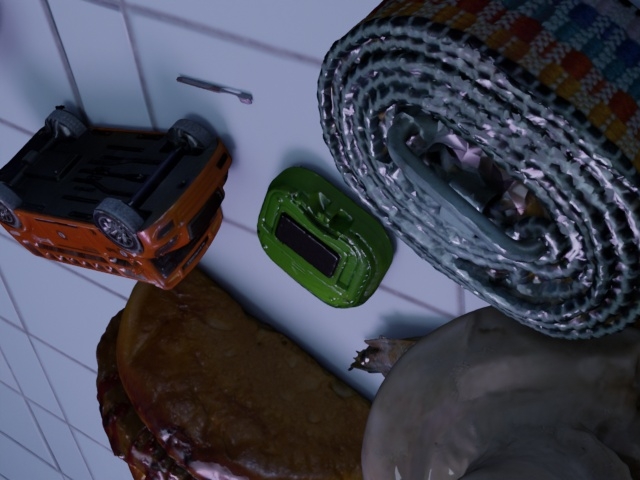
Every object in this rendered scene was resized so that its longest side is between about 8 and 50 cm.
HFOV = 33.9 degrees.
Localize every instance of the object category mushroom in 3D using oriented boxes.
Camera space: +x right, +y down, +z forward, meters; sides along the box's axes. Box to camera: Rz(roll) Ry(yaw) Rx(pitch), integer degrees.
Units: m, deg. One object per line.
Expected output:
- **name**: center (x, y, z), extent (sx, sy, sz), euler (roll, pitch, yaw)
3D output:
- **mushroom**: center (0.167, 0.189, 0.741), extent (0.292, 0.292, 0.290), euler (44, -173, 3)

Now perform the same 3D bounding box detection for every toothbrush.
- **toothbrush**: center (-0.102, -0.144, 1.005), extent (0.097, 0.006, 0.008), euler (21, 143, 33)

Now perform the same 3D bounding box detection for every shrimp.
- **shrimp**: center (0.121, 0.139, 1.037), extent (0.223, 0.047, 0.126), euler (2, 137, 45)

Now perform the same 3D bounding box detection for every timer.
- **timer**: center (0.000, 0.000, 1.011), extent (0.140, 0.047, 0.128), euler (39, 146, 10)

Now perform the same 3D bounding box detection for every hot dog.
- **hot dog**: center (-0.106, 0.221, 1.213), extent (0.405, 0.223, 0.185), euler (36, 149, 15)

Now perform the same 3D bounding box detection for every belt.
- **belt**: center (0.136, -0.052, 0.701), extent (0.295, 0.160, 0.207), euler (43, 147, 4)

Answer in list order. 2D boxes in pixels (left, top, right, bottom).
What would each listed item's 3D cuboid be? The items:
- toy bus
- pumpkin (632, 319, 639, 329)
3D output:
- **toy bus**: center (-0.222, -0.040, 1.136), extent (0.329, 0.143, 0.153), euler (8, 142, 42)
- **pumpkin**: center (0.244, 0.061, 0.823), extent (0.083, 0.028, 0.050), euler (41, 149, -13)
